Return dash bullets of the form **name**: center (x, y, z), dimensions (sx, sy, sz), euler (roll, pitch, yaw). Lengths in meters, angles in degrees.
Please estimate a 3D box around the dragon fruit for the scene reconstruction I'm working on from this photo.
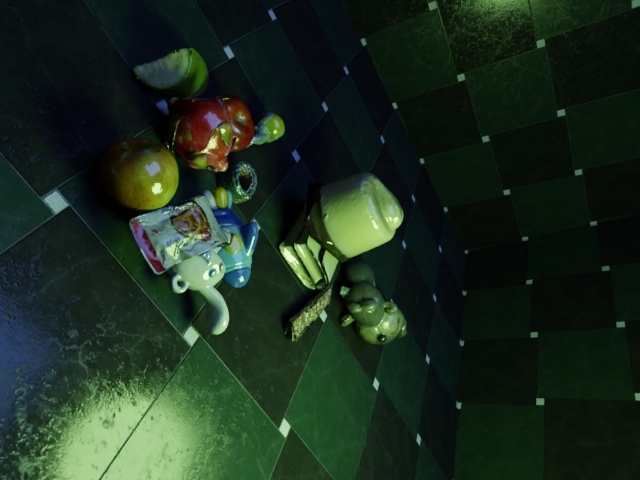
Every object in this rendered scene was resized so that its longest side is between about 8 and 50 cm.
- **dragon fruit**: center (-0.364, -0.326, 1.385), dimensions (0.224, 0.224, 0.227), euler (-24, 128, -59)

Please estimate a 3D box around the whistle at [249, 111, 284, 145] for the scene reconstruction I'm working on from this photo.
- **whistle**: center (-0.224, -0.427, 1.764), dimensions (0.223, 0.123, 0.123), euler (-44, 115, -39)

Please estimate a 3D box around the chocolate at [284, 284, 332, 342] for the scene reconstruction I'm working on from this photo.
- **chocolate**: center (-0.042, 0.273, 1.766), dimensions (0.329, 0.065, 0.102), euler (-39, 142, -57)

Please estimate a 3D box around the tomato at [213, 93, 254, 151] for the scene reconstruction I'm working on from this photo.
- **tomato**: center (-0.317, -0.400, 1.564), dimensions (0.195, 0.136, 0.195), euler (26, 58, -51)

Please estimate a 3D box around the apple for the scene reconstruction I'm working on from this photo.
- **apple**: center (-0.463, -0.163, 1.173), dimensions (0.196, 0.196, 0.196), euler (31, 51, -49)

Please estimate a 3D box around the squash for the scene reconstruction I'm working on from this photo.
- **squash**: center (-0.462, -0.518, 1.489), dimensions (0.288, 0.203, 0.111), euler (-133, -160, -80)

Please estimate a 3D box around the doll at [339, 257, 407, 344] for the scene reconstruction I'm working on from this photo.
- **doll**: center (0.253, 0.288, 2.071), dimensions (0.382, 0.252, 0.378), euler (55, 35, -39)

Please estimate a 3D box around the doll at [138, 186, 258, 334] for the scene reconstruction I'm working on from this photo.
- **doll**: center (-0.310, 0.024, 1.333), dimensions (0.365, 0.187, 0.376), euler (-51, 135, -47)

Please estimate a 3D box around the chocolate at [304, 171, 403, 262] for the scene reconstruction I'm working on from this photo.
- **chocolate**: center (0.142, -0.119, 1.738), dimensions (0.326, 0.297, 0.314), euler (39, 37, -31)

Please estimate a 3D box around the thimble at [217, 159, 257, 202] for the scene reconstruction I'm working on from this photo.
- **thimble**: center (-0.286, -0.204, 1.571), dimensions (0.118, 0.090, 0.135), euler (35, 51, -43)

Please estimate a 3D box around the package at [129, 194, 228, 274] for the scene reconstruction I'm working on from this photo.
- **package**: center (-0.361, -0.020, 1.186), dimensions (0.239, 0.030, 0.154), euler (-29, 95, -42)

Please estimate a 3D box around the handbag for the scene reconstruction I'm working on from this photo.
- **handbag**: center (0.000, 0.000, 1.872), dimensions (0.236, 0.160, 0.358), euler (62, 33, -27)
